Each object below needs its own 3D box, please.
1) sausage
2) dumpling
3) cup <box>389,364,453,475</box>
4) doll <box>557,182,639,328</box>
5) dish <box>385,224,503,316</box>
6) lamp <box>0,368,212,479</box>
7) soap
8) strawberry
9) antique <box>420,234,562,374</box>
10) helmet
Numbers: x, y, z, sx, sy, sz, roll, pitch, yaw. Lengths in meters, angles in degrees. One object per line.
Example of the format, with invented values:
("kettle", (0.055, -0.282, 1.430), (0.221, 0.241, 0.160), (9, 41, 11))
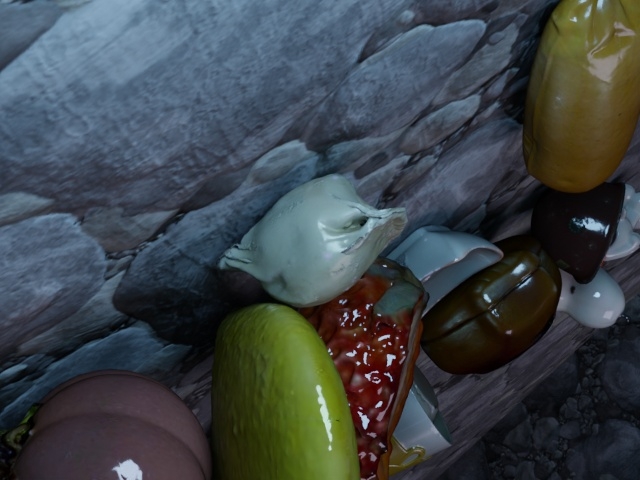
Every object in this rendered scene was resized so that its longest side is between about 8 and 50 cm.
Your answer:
("sausage", (0.279, -0.161, 1.450), (0.134, 0.116, 0.354), (-25, 159, -4))
("dumpling", (0.000, 0.000, 1.323), (0.199, 0.118, 0.136), (-13, -179, 23))
("cup", (0.078, 0.290, 2.137), (0.226, 0.185, 0.241), (-32, 155, 6))
("doll", (0.395, 0.021, 2.160), (0.144, 0.208, 0.271), (101, 8, -57))
("dish", (0.112, 0.056, 1.755), (0.212, 0.077, 0.151), (-44, 161, 23))
("lamp", (-0.235, 0.264, 1.327), (0.305, 0.239, 0.305), (-159, -90, -79))
("soap", (-0.046, 0.213, 1.351), (0.115, 0.306, 0.427), (0, 179, -15))
("strawberry", (0.023, 0.180, 1.580), (0.265, 0.149, 0.336), (-40, 142, -80))
("antique", (0.230, 0.092, 1.907), (0.223, 0.129, 0.278), (-40, -175, -20))
("helmet", (0.350, -0.027, 1.958), (0.175, 0.106, 0.155), (-62, 173, -87))
